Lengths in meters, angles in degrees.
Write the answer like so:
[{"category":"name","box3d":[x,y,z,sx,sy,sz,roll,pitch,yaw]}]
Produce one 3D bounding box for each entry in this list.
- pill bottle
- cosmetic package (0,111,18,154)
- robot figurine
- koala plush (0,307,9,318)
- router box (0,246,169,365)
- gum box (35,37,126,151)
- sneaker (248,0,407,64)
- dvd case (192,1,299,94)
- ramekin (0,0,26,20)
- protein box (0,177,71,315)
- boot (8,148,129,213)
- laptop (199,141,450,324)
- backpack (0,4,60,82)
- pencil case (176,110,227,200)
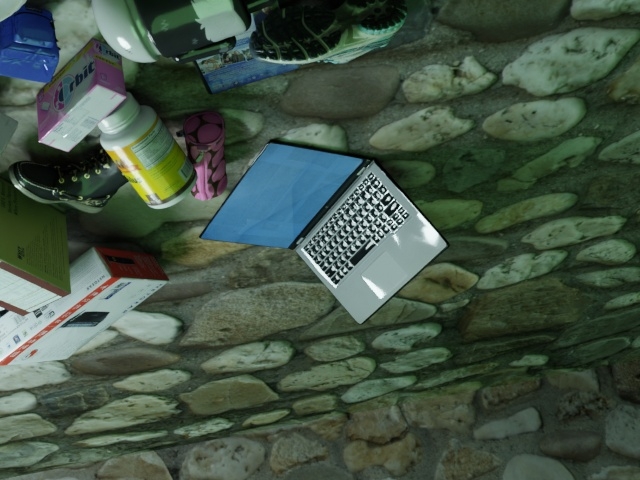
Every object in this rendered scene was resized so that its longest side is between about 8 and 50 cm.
[{"category":"pill bottle","box3d":[-0.331,-0.170,1.694,0.117,0.117,0.215,-23,125,14]},{"category":"cosmetic package","box3d":[-0.713,-0.097,1.575,0.217,0.156,0.385,29,128,-18]},{"category":"robot figurine","box3d":[-0.211,-0.381,1.385,0.278,0.209,0.173,-18,-168,5]},{"category":"koala plush","box3d":[-0.744,0.108,1.983,0.203,0.196,0.221,-9,151,-32]},{"category":"router box","box3d":[-0.546,0.149,2.044,0.335,0.082,0.301,-37,168,9]},{"category":"gum box","box3d":[-0.423,-0.248,1.575,0.188,0.107,0.062,-34,145,31]},{"category":"sneaker","box3d":[0.013,-0.346,1.583,0.283,0.110,0.122,-15,161,-11]},{"category":"dvd case","box3d":[-0.150,-0.362,1.587,0.180,0.022,0.253,-16,150,4]},{"category":"ramekin","box3d":[-0.516,-0.408,1.246,0.273,0.127,0.273,-10,150,-6]},{"category":"protein box","box3d":[-0.633,0.016,1.840,0.136,0.199,0.201,-24,148,18]},{"category":"boot","box3d":[-0.466,-0.141,1.765,0.179,0.085,0.236,-32,152,25]},{"category":"laptop","box3d":[0.000,0.000,2.065,0.236,0.408,0.382,-34,170,-45]},{"category":"backpack","box3d":[-0.460,-0.322,1.425,0.098,0.120,0.101,11,132,-33]},{"category":"pencil case","box3d":[-0.232,-0.162,1.813,0.095,0.098,0.209,-7,150,-6]}]
